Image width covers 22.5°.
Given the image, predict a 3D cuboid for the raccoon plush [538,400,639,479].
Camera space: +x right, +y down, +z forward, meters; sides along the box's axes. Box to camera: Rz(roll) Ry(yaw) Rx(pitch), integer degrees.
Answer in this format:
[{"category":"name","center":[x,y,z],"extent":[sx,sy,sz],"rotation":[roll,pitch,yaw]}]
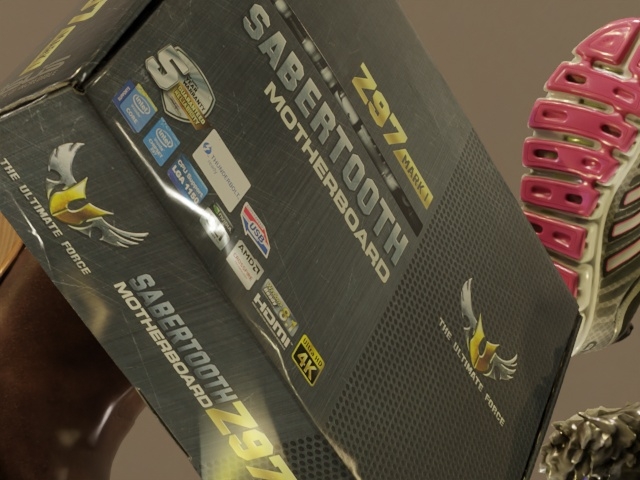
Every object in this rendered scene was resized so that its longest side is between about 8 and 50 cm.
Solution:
[{"category":"raccoon plush","center":[0.308,0.095,0.766],"extent":[0.299,0.446,0.216],"rotation":[0,-123,-31]}]

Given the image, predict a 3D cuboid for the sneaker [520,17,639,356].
[{"category":"sneaker","center":[0.137,-0.020,0.767],"extent":[0.075,0.063,0.170],"rotation":[6,-78,-44]}]

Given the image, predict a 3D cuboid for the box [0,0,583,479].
[{"category":"box","center":[0.000,0.000,0.561],"extent":[0.059,0.183,0.232],"rotation":[-18,-65,32]}]

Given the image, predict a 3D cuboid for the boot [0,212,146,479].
[{"category":"boot","center":[-0.068,0.023,0.751],"extent":[0.207,0.090,0.248],"rotation":[-19,-123,11]}]
